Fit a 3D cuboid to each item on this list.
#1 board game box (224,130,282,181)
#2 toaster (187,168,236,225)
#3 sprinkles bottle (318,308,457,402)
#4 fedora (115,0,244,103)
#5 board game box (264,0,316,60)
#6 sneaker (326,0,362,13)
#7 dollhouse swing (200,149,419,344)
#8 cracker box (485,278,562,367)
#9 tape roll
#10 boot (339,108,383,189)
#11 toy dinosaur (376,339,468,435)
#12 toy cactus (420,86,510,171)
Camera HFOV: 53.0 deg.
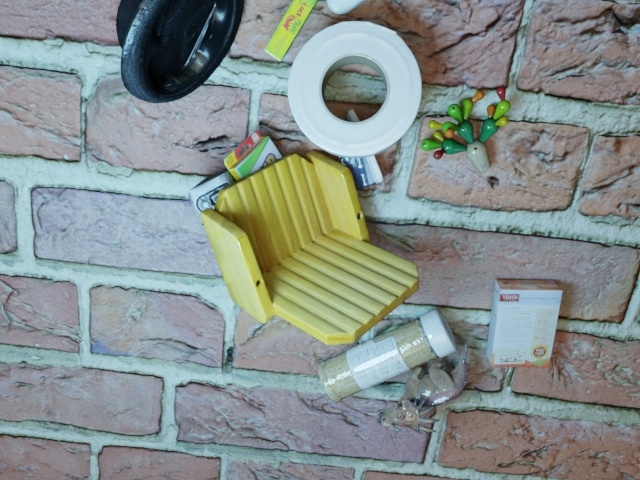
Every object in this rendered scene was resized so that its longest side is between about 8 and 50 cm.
[{"bbox_3d":[-0.110,-0.121,1.499,0.039,0.124,0.259,0,133,51],"label":"board game box"},{"bbox_3d":[-0.214,-0.077,1.512,0.110,0.185,0.168,-25,102,9],"label":"toaster"},{"bbox_3d":[0.172,0.304,1.681,0.356,0.121,0.121,-27,110,12],"label":"sprinkles bottle"},{"bbox_3d":[-0.317,-0.457,1.331,0.152,0.334,0.334,40,112,18],"label":"fedora"},{"bbox_3d":[-0.052,-0.478,1.373,0.043,0.092,0.181,31,111,-10],"label":"board game box"},{"bbox_3d":[0.092,-0.569,1.279,0.111,0.129,0.297,34,137,-8],"label":"sneaker"},{"bbox_3d":[0.000,0.000,1.375,0.347,0.305,0.314,-33,117,-34],"label":"dollhouse swing"},{"bbox_3d":[0.523,0.215,1.662,0.156,0.067,0.232,1,114,1],"label":"cracker box"},{"bbox_3d":[0.075,-0.322,1.388,0.287,0.100,0.285,0,94,5],"label":"tape roll"},{"bbox_3d":[0.076,-0.204,1.496,0.086,0.069,0.189,-22,111,5],"label":"boot"},{"bbox_3d":[0.296,0.396,1.674,0.296,0.200,0.127,-37,107,15],"label":"toy dinosaur"},{"bbox_3d":[0.347,-0.236,1.468,0.219,0.112,0.180,-32,118,5],"label":"toy cactus"}]
